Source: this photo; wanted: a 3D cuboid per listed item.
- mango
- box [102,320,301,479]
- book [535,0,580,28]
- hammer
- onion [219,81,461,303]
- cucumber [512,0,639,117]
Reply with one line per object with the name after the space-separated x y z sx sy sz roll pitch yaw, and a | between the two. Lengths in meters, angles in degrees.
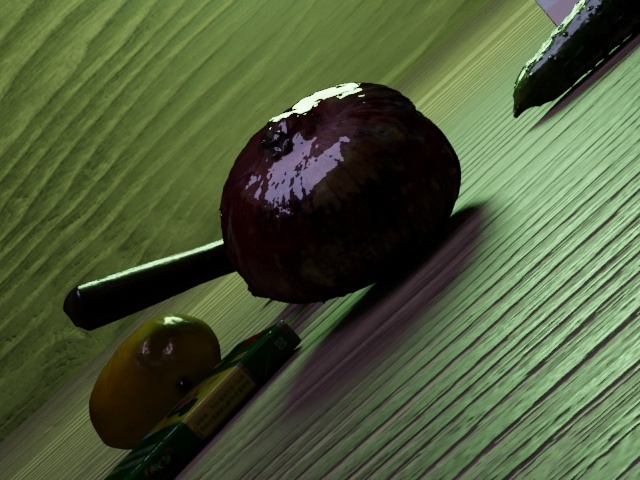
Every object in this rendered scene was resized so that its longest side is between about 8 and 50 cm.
-0.185 0.159 1.815 0.227 0.109 0.147 -35 33 52 | mango
-0.125 0.177 1.625 0.235 0.034 0.132 -45 6 -28 | box
0.298 -0.291 1.837 0.118 0.012 0.172 -42 44 13 | book
-0.109 0.024 1.818 0.409 0.095 0.242 -23 -4 -38 | hammer
0.014 -0.046 1.576 0.246 0.190 0.246 -31 24 15 | onion
0.274 -0.211 1.672 0.227 0.069 0.069 -45 5 7 | cucumber
